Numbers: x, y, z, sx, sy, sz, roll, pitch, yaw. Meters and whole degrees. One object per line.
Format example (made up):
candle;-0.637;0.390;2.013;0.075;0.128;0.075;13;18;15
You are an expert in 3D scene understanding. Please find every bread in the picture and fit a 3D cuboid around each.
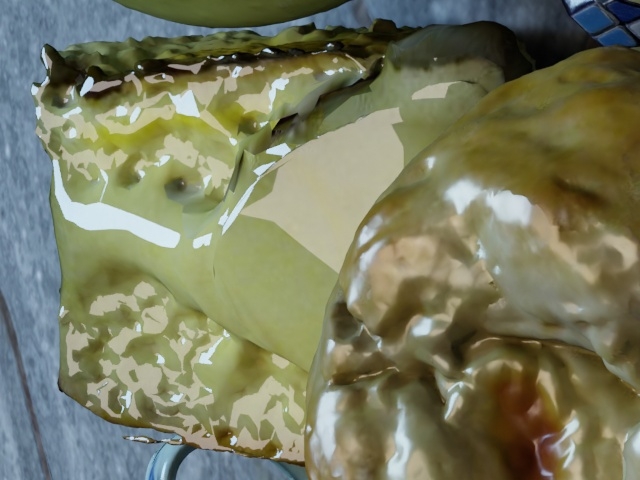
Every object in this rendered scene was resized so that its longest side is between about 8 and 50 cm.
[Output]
bread;0.000;0.000;0.795;0.262;0.163;0.204;5;100;31
bread;0.099;0.047;0.600;0.244;0.134;0.244;0;90;33

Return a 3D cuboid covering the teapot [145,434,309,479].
teapot;-0.031;0.206;0.870;0.159;0.159;0.232;-10;88;54

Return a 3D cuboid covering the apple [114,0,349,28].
apple;-0.029;-0.226;0.726;0.279;0.279;0.279;13;107;52

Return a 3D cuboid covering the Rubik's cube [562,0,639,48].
Rubik's cube;0.133;-0.117;0.643;0.111;0.093;0.111;16;109;54
